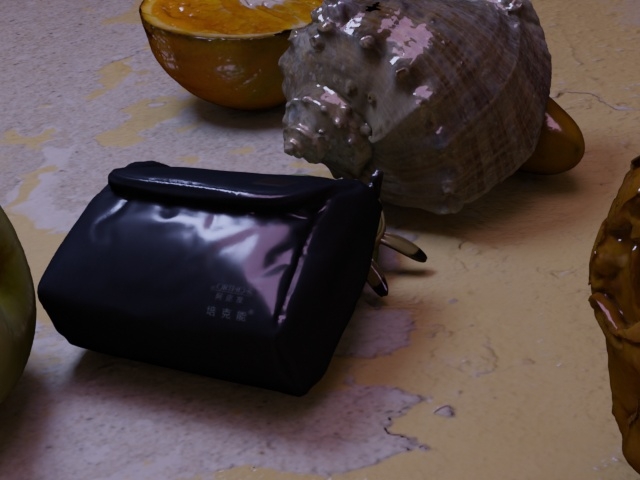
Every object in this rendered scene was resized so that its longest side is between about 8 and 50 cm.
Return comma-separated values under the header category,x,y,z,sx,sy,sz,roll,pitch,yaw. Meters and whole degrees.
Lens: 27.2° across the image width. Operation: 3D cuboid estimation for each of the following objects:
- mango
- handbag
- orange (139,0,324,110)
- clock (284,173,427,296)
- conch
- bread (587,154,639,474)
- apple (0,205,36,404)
category,x,y,z,sx,sy,sz,roll,pitch,yaw
mango,0.234,-0.157,1.686,0.113,0.138,0.253,-37,42,-20
handbag,-0.106,-0.003,1.355,0.302,0.178,0.275,8,57,26
orange,-0.100,-0.310,1.913,0.310,0.274,0.274,16,7,-46
clock,0.000,0.000,1.514,0.232,0.069,0.170,17,35,33
conch,0.116,-0.189,1.560,0.352,0.210,0.297,-40,70,0
bread,0.394,0.068,0.993,0.398,0.398,0.215,22,28,40
apple,-0.412,0.077,1.275,0.258,0.233,0.295,-19,39,4
